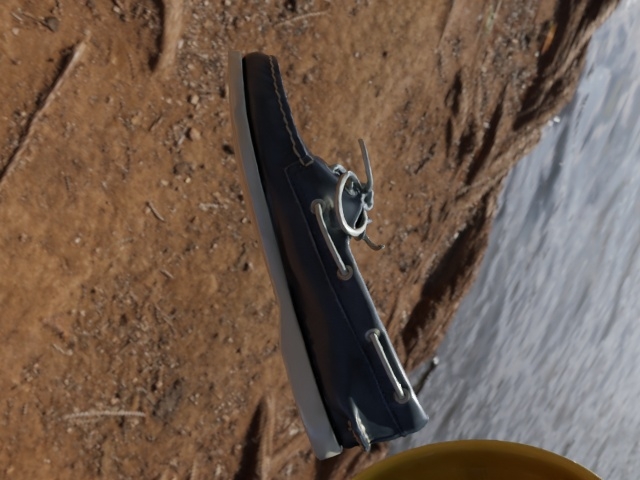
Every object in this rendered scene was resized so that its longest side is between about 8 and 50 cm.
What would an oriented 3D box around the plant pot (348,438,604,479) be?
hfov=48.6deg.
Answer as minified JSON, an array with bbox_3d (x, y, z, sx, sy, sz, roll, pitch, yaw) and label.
[{"bbox_3d":[0.126,0.327,0.550,0.254,0.254,0.239,-25,113,-36],"label":"plant pot"}]

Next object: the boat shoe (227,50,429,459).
[{"bbox_3d":[0.000,0.000,0.431,0.079,0.254,0.095,-15,169,-1],"label":"boat shoe"}]
